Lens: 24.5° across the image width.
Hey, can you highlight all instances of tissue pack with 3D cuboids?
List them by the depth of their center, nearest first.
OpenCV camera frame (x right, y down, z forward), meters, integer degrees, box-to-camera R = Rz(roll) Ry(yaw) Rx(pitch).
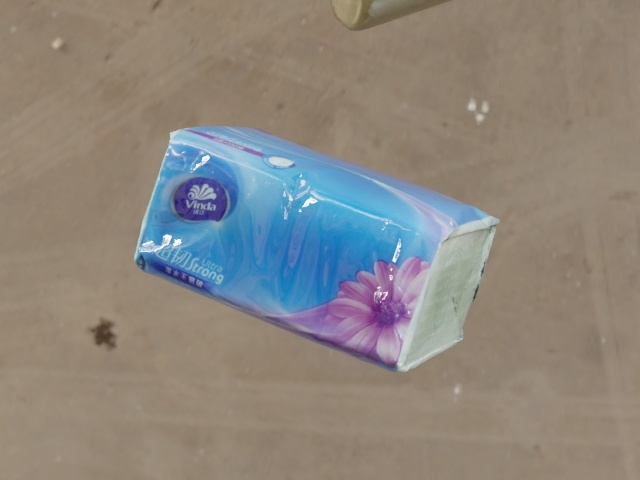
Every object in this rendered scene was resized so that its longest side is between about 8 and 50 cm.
[{"bbox_3d":[0.000,0.000,1.319,0.263,0.198,0.146,20,101,18],"label":"tissue pack"}]

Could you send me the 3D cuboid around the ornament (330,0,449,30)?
[{"bbox_3d":[0.111,-0.182,0.385,0.245,0.061,0.230,-22,144,-24],"label":"ornament"}]
